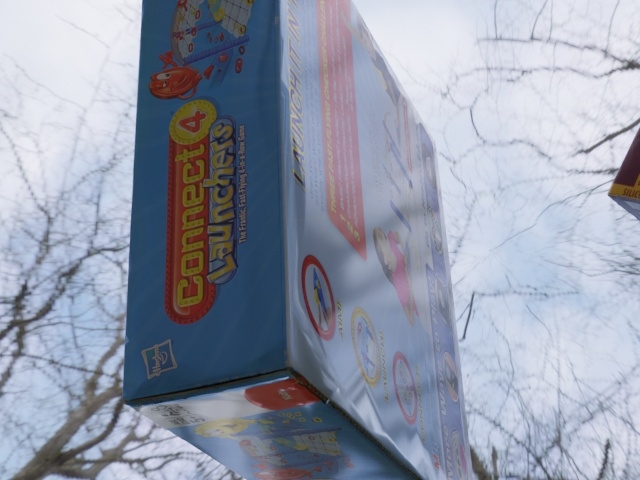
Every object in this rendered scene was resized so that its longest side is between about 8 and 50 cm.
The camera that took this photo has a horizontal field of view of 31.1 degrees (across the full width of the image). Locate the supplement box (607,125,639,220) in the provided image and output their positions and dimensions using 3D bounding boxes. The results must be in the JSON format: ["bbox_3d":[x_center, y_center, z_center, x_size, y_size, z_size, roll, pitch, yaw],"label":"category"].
[{"bbox_3d":[0.318,-0.093,0.889,0.081,0.104,0.188,30,-96,-33],"label":"supplement box"}]

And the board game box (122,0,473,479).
[{"bbox_3d":[0.000,0.000,0.700,0.086,0.302,0.308,-14,-122,19],"label":"board game box"}]
